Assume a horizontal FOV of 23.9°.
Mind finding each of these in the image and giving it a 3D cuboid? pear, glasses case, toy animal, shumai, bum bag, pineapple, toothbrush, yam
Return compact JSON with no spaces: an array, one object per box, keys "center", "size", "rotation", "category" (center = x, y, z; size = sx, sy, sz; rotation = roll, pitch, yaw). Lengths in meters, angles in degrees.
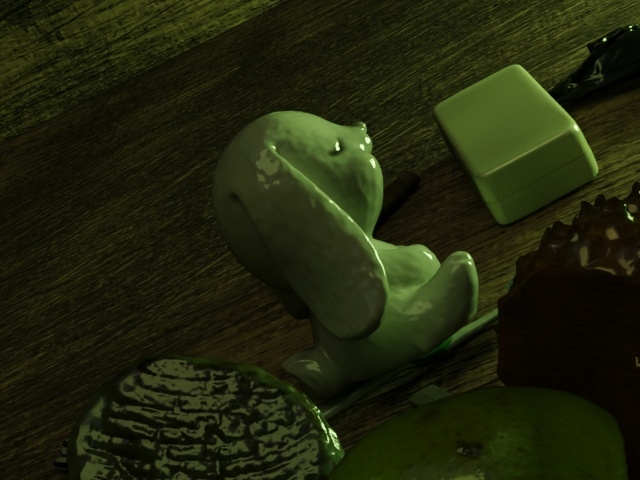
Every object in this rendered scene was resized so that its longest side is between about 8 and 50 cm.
[{"center":[0.066,0.225,0.936],"size":[0.288,0.139,0.239],"rotation":[-51,19,16],"category":"pear"},{"center":[0.223,-0.119,1.779],"size":[0.131,0.070,0.313],"rotation":[-28,20,4],"category":"glasses case"},{"center":[0.000,0.000,1.471],"size":[0.206,0.265,0.271],"rotation":[-36,11,-8],"category":"toy animal"},{"center":[-0.080,0.230,1.312],"size":[0.222,0.204,0.272],"rotation":[-34,55,-5],"category":"shumai"},{"center":[0.388,-0.229,1.833],"size":[0.248,0.060,0.123],"rotation":[-14,26,38],"category":"bum bag"},{"center":[0.300,0.040,1.142],"size":[0.223,0.223,0.357],"rotation":[-9,12,44],"category":"pineapple"},{"center":[0.096,0.114,1.468],"size":[0.304,0.030,0.030],"rotation":[-33,20,-1],"category":"toothbrush"},{"center":[0.072,-0.039,1.854],"size":[0.032,0.032,0.145],"rotation":[-6,29,48],"category":"yam"}]

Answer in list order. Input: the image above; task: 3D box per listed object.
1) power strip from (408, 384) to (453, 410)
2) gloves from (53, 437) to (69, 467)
[{"center":[0.133,0.170,1.198],"size":[0.029,0.080,0.227],"rotation":[-33,20,-16],"category":"power strip"},{"center":[-0.260,0.229,1.669],"size":[0.064,0.026,0.086],"rotation":[-42,19,-34],"category":"gloves"}]
